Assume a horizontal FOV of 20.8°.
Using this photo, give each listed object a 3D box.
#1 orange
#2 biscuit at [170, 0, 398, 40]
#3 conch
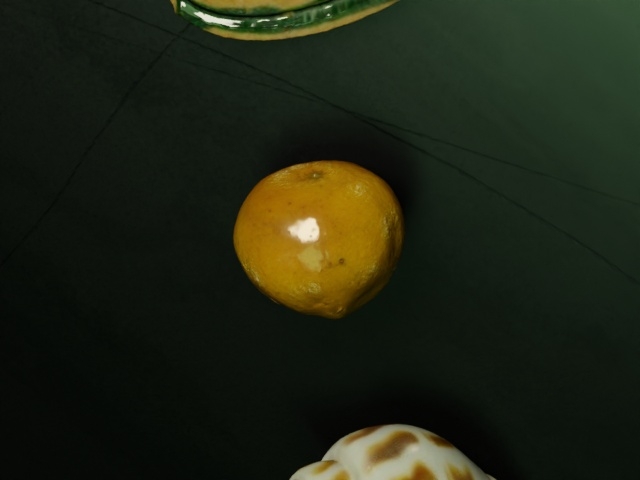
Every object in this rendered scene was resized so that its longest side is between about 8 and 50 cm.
[{"bbox_3d":[0.000,0.000,1.561,0.154,0.155,0.134,-2,108,16],"label":"orange"},{"bbox_3d":[-0.018,-0.315,1.446,0.343,0.057,0.287,-18,113,23],"label":"biscuit"},{"bbox_3d":[0.073,0.269,1.695,0.274,0.149,0.183,19,118,2],"label":"conch"}]
